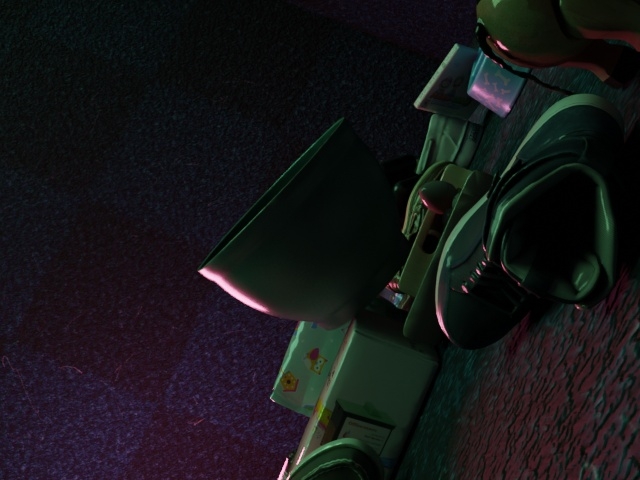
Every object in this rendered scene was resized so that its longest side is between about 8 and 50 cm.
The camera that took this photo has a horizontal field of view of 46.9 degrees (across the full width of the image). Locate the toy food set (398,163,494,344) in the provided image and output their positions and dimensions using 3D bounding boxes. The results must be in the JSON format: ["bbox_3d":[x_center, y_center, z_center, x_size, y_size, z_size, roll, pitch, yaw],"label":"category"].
[{"bbox_3d":[0.161,0.001,1.019,0.306,0.092,0.219,-50,-18,-81],"label":"toy food set"}]

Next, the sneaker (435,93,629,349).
[{"bbox_3d":[0.133,0.021,0.511,0.163,0.086,0.226,-59,-8,-58],"label":"sneaker"}]

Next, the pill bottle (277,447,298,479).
[{"bbox_3d":[-0.018,0.432,1.252,0.123,0.123,0.219,64,-132,-87],"label":"pill bottle"}]

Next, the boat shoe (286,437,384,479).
[{"bbox_3d":[-0.037,0.354,0.847,0.305,0.109,0.091,-53,-9,19],"label":"boat shoe"}]

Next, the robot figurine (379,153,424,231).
[{"bbox_3d":[0.134,-0.039,1.480,0.209,0.173,0.278,-86,10,-45],"label":"robot figurine"}]

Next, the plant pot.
[{"bbox_3d":[0.000,0.000,1.032,0.293,0.196,0.293,-46,8,8],"label":"plant pot"}]

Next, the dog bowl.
[{"bbox_3d":[0.313,-0.321,1.252,0.297,0.074,0.166,-63,-6,-57],"label":"dog bowl"}]

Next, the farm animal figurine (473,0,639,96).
[{"bbox_3d":[0.203,-0.261,0.584,0.330,0.172,0.327,106,-173,-68],"label":"farm animal figurine"}]

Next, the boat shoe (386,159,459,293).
[{"bbox_3d":[0.197,-0.018,1.315,0.257,0.095,0.095,-67,21,4],"label":"boat shoe"}]

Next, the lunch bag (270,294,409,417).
[{"bbox_3d":[0.054,0.195,1.238,0.223,0.160,0.262,-68,-24,-5],"label":"lunch bag"}]

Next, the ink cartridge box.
[{"bbox_3d":[0.048,0.245,0.989,0.201,0.117,0.278,-40,-27,-85],"label":"ink cartridge box"}]

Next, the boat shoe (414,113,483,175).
[{"bbox_3d":[0.203,-0.125,1.561,0.367,0.156,0.136,109,-176,-53],"label":"boat shoe"}]

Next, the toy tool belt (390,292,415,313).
[{"bbox_3d":[0.160,0.107,1.434,0.052,0.051,0.083,97,-165,-81],"label":"toy tool belt"}]

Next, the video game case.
[{"bbox_3d":[0.275,-0.304,1.433,0.143,0.157,0.019,-55,50,32],"label":"video game case"}]
